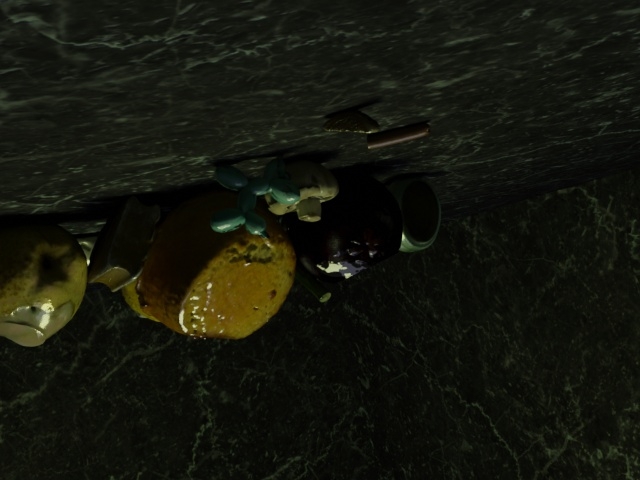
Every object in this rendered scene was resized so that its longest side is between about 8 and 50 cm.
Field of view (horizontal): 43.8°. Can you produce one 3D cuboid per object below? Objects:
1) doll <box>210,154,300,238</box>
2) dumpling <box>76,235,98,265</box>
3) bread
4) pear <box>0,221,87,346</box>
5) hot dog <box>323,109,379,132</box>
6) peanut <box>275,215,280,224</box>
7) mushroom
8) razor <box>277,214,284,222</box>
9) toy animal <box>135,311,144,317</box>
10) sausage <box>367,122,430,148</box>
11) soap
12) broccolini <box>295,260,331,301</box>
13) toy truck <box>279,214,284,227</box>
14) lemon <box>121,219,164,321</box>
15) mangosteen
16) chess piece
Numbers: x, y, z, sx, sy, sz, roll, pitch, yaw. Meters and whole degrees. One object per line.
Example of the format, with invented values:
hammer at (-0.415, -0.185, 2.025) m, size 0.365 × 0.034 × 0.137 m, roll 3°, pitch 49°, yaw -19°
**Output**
doll at (-0.116, -0.084, 1.430) m, size 0.158 × 0.160 × 0.059 m, roll 11°, pitch 171°, yaw -5°
dumpling at (-0.585, 0.033, 1.971) m, size 0.150 × 0.093 × 0.176 m, roll 2°, pitch -173°, yaw 29°
bread at (-0.212, 0.068, 1.717) m, size 0.358 × 0.204 × 0.337 m, roll 7°, pitch 121°, yaw -53°
pear at (-0.598, 0.073, 1.612) m, size 0.271 × 0.271 × 0.271 m, roll -11°, pitch 175°, yaw -1°
hot dog at (0.047, -0.183, 1.218) m, size 0.090 × 0.034 × 0.030 m, roll 7°, pitch -166°, yaw 25°
peanut at (-0.190, 0.022, 2.115) m, size 0.196 × 0.233 × 0.110 m, roll -27°, pitch 130°, yaw 15°
mushroom at (-0.033, -0.094, 1.553) m, size 0.154 × 0.123 × 0.154 m, roll -17°, pitch 171°, yaw -3°
razor at (-0.129, -0.042, 2.219) m, size 0.231 × 0.106 × 0.068 m, roll -25°, pitch 169°, yaw 29°
toy animal at (-0.450, 0.088, 2.423) m, size 0.264 × 0.206 × 0.272 m, roll -23°, pitch 163°, yaw -33°
sausage at (0.140, -0.188, 1.426) m, size 0.116 × 0.026 × 0.026 m, roll -13°, pitch 175°, yaw 10°
soap at (-0.413, 0.016, 1.643) m, size 0.080 × 0.160 × 0.257 m, roll 22°, pitch 160°, yaw -22°
broccolini at (-0.105, 0.045, 1.936) m, size 0.079 × 0.392 × 0.074 m, roll -45°, pitch 142°, yaw -2°
toy truck at (0.000, 0.000, 2.054) m, size 0.213 × 0.161 × 0.177 m, roll 20°, pitch 172°, yaw 16°
lemon at (-0.354, 0.074, 1.938) m, size 0.310 × 0.258 × 0.257 m, roll -11°, pitch 176°, yaw -42°
mangosteen at (0.050, -0.030, 1.832) m, size 0.287 × 0.233 × 0.287 m, roll -33°, pitch -178°, yaw 1°
chess piece at (0.148, -0.061, 2.111) m, size 0.299 × 0.195 × 0.194 m, roll -4°, pitch -178°, yaw 43°
